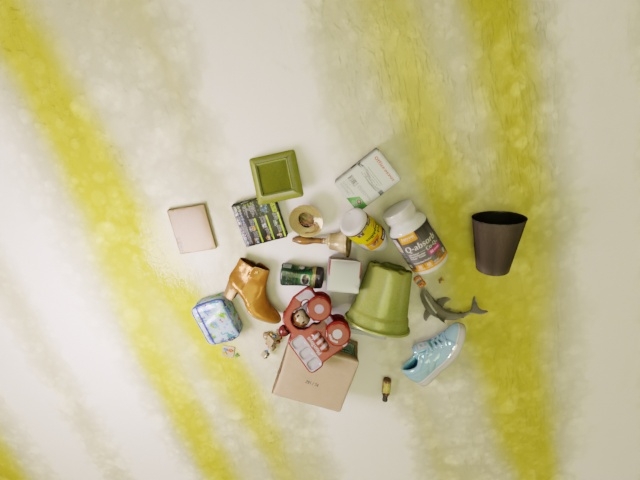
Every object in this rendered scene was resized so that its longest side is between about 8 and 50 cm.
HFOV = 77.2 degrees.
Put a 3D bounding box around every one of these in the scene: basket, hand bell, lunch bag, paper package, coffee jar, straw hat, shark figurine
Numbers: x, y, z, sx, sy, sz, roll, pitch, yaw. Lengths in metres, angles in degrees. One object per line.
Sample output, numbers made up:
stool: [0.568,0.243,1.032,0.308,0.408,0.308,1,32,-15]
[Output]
basket: [0.695,0.014,1.587,0.205,0.154,0.226,-2,114,6]
hand bell: [0.000,0.000,1.655,0.242,0.126,0.126,4,111,15]
lunch bag: [-0.465,0.357,1.806,0.176,0.090,0.218,-16,108,12]
paper package: [-0.021,0.577,1.822,0.325,0.168,0.309,17,111,-2]
coffee jar: [-0.078,0.151,1.712,0.185,0.079,0.096,7,107,2]
straw hat: [-0.057,-0.088,1.631,0.145,0.061,0.144,1,115,2]
shark figurine: [0.554,0.318,1.726,0.279,0.116,0.166,12,112,1]

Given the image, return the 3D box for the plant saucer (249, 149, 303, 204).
plant saucer: [-0.176,-0.246,1.563,0.188,0.045,0.188,-11,95,7]

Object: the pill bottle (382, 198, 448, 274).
pill bottle: [0.370,-0.014,1.583,0.162,0.162,0.278,-32,106,14]

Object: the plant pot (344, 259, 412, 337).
plant pot: [0.258,0.224,1.645,0.276,0.276,0.253,11,99,-1]

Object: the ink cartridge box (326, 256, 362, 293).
ink cartridge box: [0.091,0.136,1.633,0.128,0.176,0.128,5,92,-2]

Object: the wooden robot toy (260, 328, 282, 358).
wooden robot toy: [-0.234,0.457,1.855,0.079,0.076,0.173,37,112,27]

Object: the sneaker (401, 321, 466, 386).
sneaker: [0.494,0.495,1.781,0.150,0.135,0.365,28,109,-10]

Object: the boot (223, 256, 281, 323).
boot: [-0.260,0.215,1.733,0.295,0.104,0.211,31,109,-4]

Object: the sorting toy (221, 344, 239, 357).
sorting toy: [-0.427,0.531,1.907,0.083,0.012,0.061,11,110,-1]

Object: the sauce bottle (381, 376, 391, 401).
sauce bottle: [0.314,0.717,1.921,0.042,0.042,0.128,4,109,1]

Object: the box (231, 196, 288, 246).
box: [-0.249,-0.083,1.654,0.184,0.045,0.190,-16,108,6]

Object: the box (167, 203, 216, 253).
box: [-0.541,-0.047,1.694,0.165,0.021,0.201,-8,109,6]

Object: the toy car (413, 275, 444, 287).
toy car: [0.463,0.170,1.711,0.122,0.040,0.060,-19,108,10]

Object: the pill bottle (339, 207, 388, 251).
pill bottle: [0.178,-0.032,1.574,0.117,0.117,0.215,-40,137,16]

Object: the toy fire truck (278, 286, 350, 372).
toy fire truck: [-0.031,0.359,1.648,0.254,0.169,0.302,-37,91,0]

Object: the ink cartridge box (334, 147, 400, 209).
ink cartridge box: [0.181,-0.235,1.550,0.208,0.087,0.153,-36,104,16]

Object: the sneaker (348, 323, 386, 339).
sneaker: [0.182,0.366,1.783,0.258,0.094,0.091,13,95,-8]

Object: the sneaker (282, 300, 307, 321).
sneaker: [-0.062,0.323,1.768,0.225,0.092,0.088,-24,106,10]
